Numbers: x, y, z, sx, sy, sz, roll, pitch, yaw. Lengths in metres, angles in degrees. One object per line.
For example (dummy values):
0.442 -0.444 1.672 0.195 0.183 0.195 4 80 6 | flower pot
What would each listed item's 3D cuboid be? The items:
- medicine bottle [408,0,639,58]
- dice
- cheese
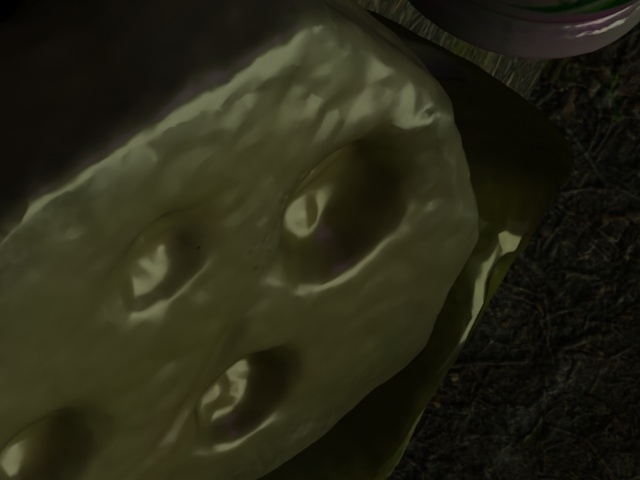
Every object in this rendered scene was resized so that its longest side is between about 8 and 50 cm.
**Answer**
0.160 -0.285 1.037 0.212 0.212 0.325 -55 171 -29 | medicine bottle
0.000 0.000 1.009 0.238 0.226 0.233 -63 171 22 | dice
-0.069 0.019 0.733 0.326 0.115 0.318 8 118 -51 | cheese
